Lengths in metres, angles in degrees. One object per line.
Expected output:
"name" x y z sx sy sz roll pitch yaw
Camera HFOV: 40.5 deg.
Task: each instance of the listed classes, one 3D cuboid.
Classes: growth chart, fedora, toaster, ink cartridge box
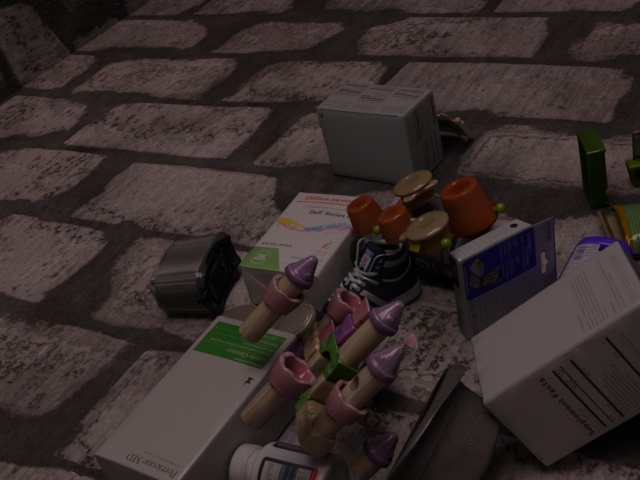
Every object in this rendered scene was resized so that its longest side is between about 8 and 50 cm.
"growth chart" 0.282 -0.305 2.252 0.237 0.172 0.021 13 85 34
"fedora" 0.194 0.331 1.353 0.124 0.243 0.275 29 44 10
"toaster" -0.283 0.082 1.948 0.147 0.129 0.227 -6 37 22
"ink cartridge box" 0.000 0.000 1.948 0.207 0.119 0.353 6 40 30
"ink cartridge box" 0.348 0.065 1.636 0.208 0.206 0.045 -24 39 -12

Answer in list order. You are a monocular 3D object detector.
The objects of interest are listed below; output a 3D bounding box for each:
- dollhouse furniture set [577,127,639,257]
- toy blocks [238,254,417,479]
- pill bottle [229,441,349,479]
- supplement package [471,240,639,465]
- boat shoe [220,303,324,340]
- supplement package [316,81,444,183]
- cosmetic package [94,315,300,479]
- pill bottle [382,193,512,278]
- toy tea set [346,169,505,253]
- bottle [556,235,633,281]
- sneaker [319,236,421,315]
"dollhouse furniture set" 0.667 -0.109 1.795 0.198 0.151 0.301 -10 35 9
"toy blocks" 0.060 0.182 1.403 0.260 0.309 0.288 -49 24 20
"pill bottle" -0.054 0.390 1.428 0.180 0.107 0.108 5 40 29
"supplement package" 0.411 0.179 1.360 0.293 0.175 0.177 -37 21 21
"boat shoe" -0.097 0.192 1.730 0.335 0.095 0.112 -8 44 50
"supplement package" 0.152 -0.270 2.193 0.262 0.204 0.145 13 43 36
"cosmetic package" -0.195 0.321 1.546 0.197 0.155 0.365 9 40 31
"pill bottle" 0.281 -0.001 1.796 0.283 0.161 0.161 21 49 42
"toy tea set" 0.199 -0.036 1.698 0.200 0.124 0.336 -39 26 -17
"bottle" 0.494 0.106 1.615 0.118 0.092 0.283 8 41 32
"sneaker" 0.069 0.098 1.750 0.282 0.153 0.099 -29 36 -17
